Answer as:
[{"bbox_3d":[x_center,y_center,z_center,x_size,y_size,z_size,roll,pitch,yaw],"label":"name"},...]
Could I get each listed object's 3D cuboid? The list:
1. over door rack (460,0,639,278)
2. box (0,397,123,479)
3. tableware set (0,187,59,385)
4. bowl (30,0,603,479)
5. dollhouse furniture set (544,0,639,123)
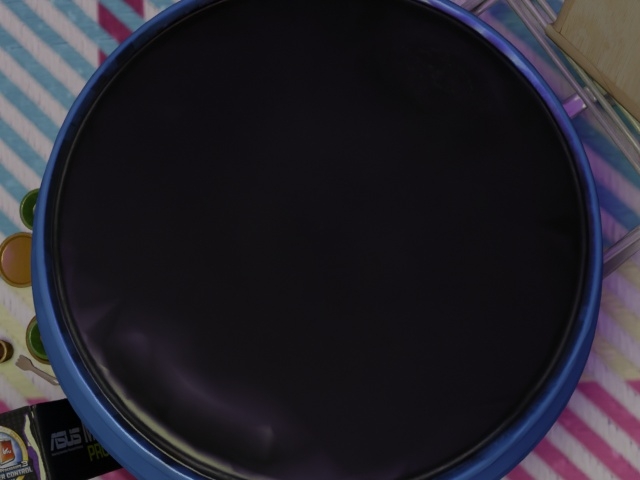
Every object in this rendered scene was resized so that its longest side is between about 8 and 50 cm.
[{"bbox_3d":[0.100,-0.037,0.933,0.324,0.108,0.239,-33,78,-10],"label":"over door rack"},{"bbox_3d":[-0.245,0.166,0.923,0.216,0.270,0.060,-16,84,11],"label":"box"},{"bbox_3d":[-0.239,0.038,1.057,0.104,0.024,0.154,25,92,13],"label":"tableware set"},{"bbox_3d":[0.000,0.000,0.826,0.391,0.077,0.391,0,76,-2],"label":"bowl"},{"bbox_3d":[0.342,-0.222,0.909,0.303,0.355,0.174,52,141,30],"label":"dollhouse furniture set"}]
